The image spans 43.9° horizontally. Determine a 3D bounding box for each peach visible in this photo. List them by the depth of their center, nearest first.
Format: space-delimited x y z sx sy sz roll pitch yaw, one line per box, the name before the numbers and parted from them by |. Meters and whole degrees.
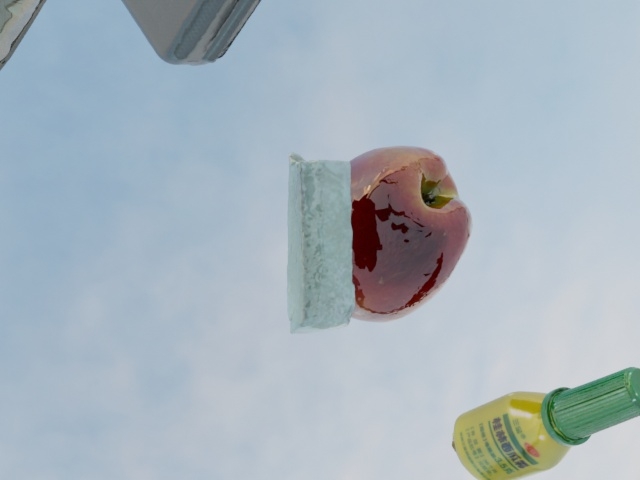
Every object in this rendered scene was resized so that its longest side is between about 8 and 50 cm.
peach | 0.078 -0.012 1.044 0.199 0.243 0.243 32 -95 -25

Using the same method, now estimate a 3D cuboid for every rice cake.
rice cake | 0.000 0.001 0.880 0.069 0.063 0.207 4 -97 -19

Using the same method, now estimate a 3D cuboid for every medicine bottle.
medicine bottle | 0.294 0.235 1.021 0.076 0.309 0.111 -26 -100 -44

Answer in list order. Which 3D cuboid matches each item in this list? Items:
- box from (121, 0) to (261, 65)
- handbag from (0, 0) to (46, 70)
box | -0.060 -0.222 0.436 0.050 0.230 0.160 -24 -103 -45
handbag | -0.306 -0.292 0.734 0.182 0.117 0.270 32 -61 -33
